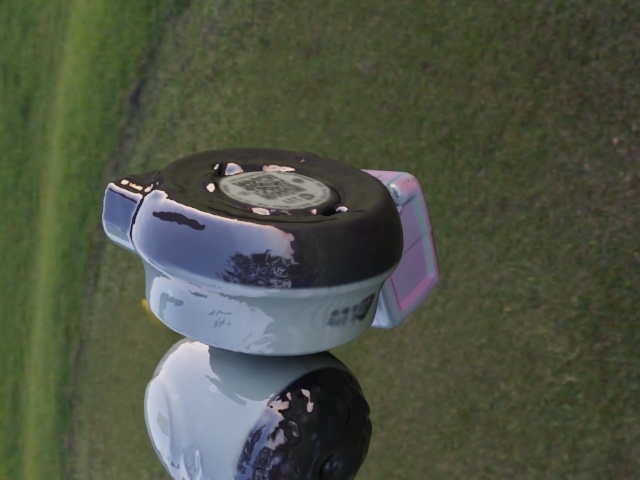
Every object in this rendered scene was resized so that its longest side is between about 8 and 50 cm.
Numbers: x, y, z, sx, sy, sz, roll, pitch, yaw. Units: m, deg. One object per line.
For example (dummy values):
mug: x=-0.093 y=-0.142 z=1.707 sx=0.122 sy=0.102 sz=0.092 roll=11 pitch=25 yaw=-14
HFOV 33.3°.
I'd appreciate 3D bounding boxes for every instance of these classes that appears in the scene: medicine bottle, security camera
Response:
medicine bottle: x=0.000 y=0.000 z=0.949 sx=0.188 sy=0.094 sz=0.119 roll=7 pitch=125 yaw=37
security camera: x=-0.047 y=0.086 z=0.810 sx=0.191 sy=0.197 sz=0.277 roll=24 pitch=118 yaw=35
